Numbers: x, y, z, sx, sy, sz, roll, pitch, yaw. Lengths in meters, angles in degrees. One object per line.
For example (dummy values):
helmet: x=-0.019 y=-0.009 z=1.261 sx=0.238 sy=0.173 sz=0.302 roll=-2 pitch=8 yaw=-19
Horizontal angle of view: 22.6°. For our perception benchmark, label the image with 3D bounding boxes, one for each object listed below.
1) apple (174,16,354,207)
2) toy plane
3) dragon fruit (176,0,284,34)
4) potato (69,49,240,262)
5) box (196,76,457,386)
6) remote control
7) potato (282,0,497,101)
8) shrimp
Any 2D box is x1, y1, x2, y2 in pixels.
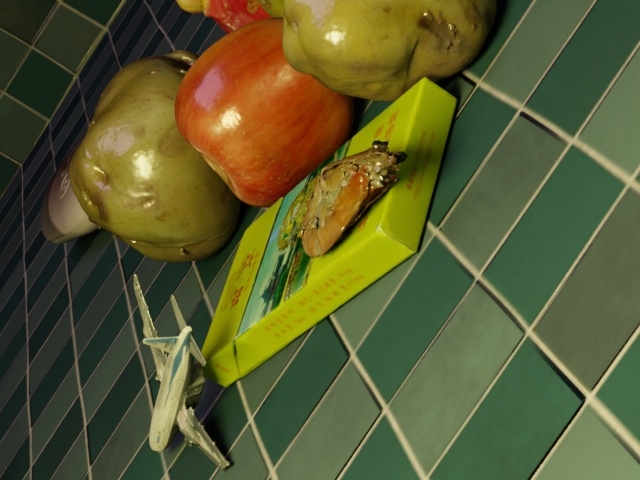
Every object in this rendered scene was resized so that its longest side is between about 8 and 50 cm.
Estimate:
apple: x=-0.053 y=-0.139 z=1.676 sx=0.199 sy=0.199 sz=0.199 roll=-50 pitch=19 yaw=25
toy plane: x=-0.140 y=0.143 z=1.542 sx=0.226 sy=0.058 sz=0.226 roll=60 pitch=161 yaw=29
dragon fruit: x=-0.055 y=-0.378 z=2.045 sx=0.290 sy=0.189 sz=0.290 roll=-50 pitch=20 yaw=26
potato: x=-0.181 y=-0.112 z=1.908 sx=0.202 sy=0.218 sz=0.351 roll=-22 pitch=29 yaw=19
box: x=0.000 y=0.000 z=1.514 sx=0.335 sy=0.047 sz=0.187 roll=-39 pitch=27 yaw=48
remote control: x=-0.360 y=-0.099 z=2.552 sx=0.221 sy=0.103 sz=0.332 roll=-62 pitch=16 yaw=-18
potato: x=0.059 y=-0.201 z=1.476 sx=0.154 sy=0.200 sz=0.137 roll=-49 pitch=54 yaw=59
shrimp: x=0.028 y=-0.040 z=1.374 sx=0.184 sy=0.043 sz=0.091 roll=-42 pitch=31 yaw=57
